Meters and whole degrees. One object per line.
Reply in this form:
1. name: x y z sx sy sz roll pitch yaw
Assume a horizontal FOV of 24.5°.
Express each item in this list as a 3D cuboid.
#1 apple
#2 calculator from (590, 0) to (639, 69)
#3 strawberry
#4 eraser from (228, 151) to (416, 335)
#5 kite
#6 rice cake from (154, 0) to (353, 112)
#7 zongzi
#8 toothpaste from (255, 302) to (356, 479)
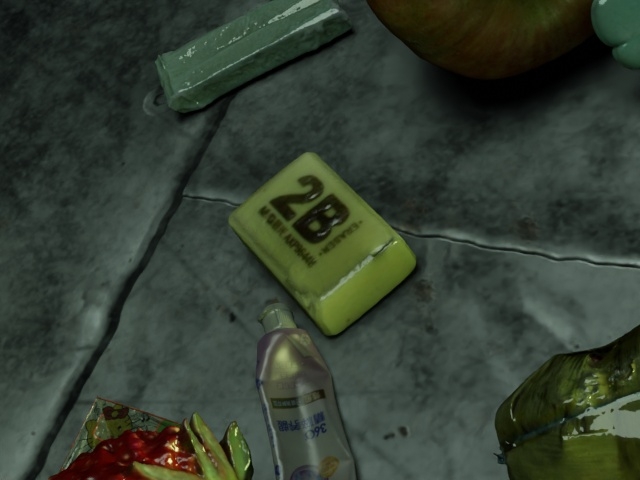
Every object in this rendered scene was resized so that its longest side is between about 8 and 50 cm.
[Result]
1. apple: 0.174 -0.314 1.466 0.309 0.277 0.250 -9 33 -12
2. calculator: 0.394 -0.252 1.377 0.295 0.184 0.042 -28 11 0
3. strawberry: -0.201 0.276 1.238 0.306 0.138 0.233 -29 44 21
4. eraser: 0.000 0.000 1.442 0.117 0.058 0.172 -39 48 -5
5. kite: -0.184 0.237 1.383 0.198 0.006 0.244 -30 48 2
6. rice cake: -0.077 -0.219 1.659 0.226 0.040 0.085 -26 48 6
7. zongzi: 0.265 0.096 1.199 0.251 0.125 0.274 -5 49 12
8. toothpaste: -0.013 0.181 1.320 0.075 0.048 0.301 -20 51 5
